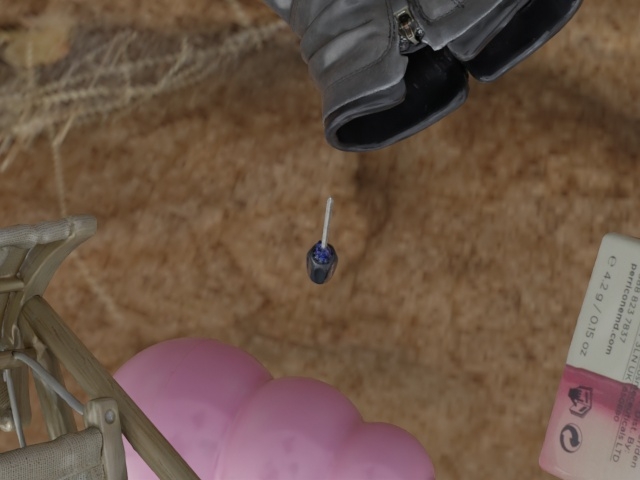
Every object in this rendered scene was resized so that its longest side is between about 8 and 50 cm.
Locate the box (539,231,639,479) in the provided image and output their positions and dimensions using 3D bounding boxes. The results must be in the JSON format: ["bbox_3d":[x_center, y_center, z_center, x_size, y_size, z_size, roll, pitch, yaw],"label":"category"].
[{"bbox_3d":[0.243,0.091,0.863,0.148,0.232,0.127,13,95,-40],"label":"box"}]

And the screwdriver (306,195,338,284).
[{"bbox_3d":[0.000,0.000,1.329,0.025,0.024,0.170,-21,163,-5],"label":"screwdriver"}]

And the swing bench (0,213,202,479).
[{"bbox_3d":[-0.216,0.132,1.064,0.165,0.253,0.255,-45,65,36],"label":"swing bench"}]

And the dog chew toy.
[{"bbox_3d":[-0.046,0.208,1.703,0.332,0.206,0.207,11,127,22],"label":"dog chew toy"}]

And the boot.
[{"bbox_3d":[0.100,-0.219,1.085,0.338,0.223,0.118,-45,146,19],"label":"boot"}]
